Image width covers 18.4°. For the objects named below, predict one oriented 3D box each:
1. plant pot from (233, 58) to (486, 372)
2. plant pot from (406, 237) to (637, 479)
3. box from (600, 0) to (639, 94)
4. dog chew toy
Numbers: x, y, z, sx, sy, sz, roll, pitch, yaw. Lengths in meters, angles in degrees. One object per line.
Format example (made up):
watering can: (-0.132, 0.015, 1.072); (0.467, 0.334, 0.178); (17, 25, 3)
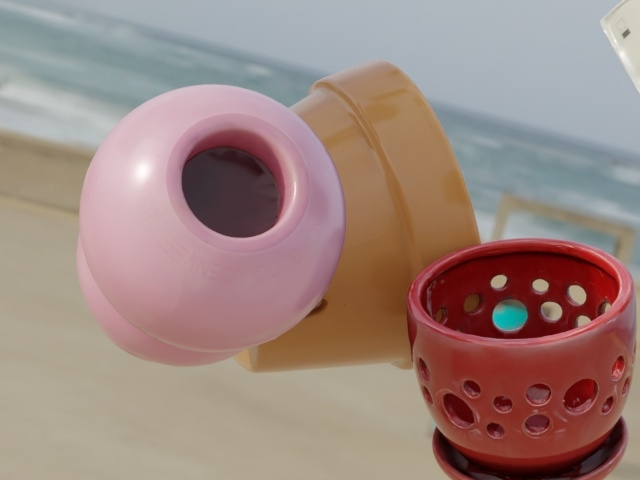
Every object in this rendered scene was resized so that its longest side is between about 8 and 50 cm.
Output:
plant pot: (0.000, 0.000, 1.817); (0.203, 0.291, 0.291); (-18, 15, -16)
plant pot: (0.174, 0.111, 1.664); (0.191, 0.174, 0.191); (-6, 29, 3)
box: (0.366, -0.114, 1.536); (0.311, 0.121, 0.148); (16, 40, -51)
dog chew toy: (-0.105, 0.008, 1.584); (0.206, 0.207, 0.332); (14, -21, -12)
